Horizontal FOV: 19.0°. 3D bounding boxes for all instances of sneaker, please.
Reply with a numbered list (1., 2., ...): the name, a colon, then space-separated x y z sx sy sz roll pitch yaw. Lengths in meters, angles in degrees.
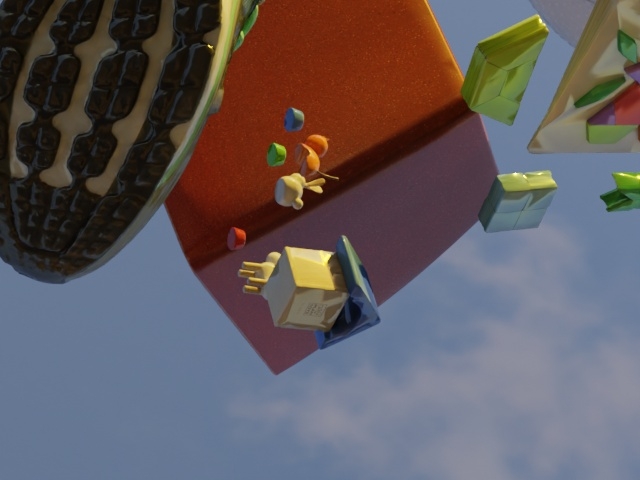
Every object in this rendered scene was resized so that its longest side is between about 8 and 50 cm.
1. sneaker: -0.077 -0.152 1.192 0.158 0.182 0.410 17 -101 25

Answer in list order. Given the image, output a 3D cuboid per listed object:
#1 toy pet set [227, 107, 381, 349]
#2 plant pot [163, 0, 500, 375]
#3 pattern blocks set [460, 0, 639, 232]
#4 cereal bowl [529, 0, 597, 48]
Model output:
1. toy pet set: 0.000 0.000 1.204 0.065 0.122 0.114 6 -136 -24
2. plant pot: -0.005 -0.093 1.486 0.235 0.267 0.267 -25 -115 2
3. pattern blocks set: 0.230 -0.122 1.291 0.285 0.325 0.026 -12 -126 -16
4. cereal bowl: 0.283 -0.290 1.615 0.141 0.339 0.339 -26 -84 -49
